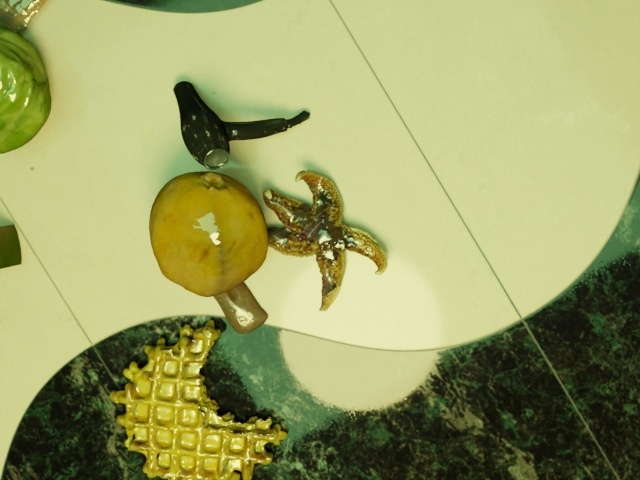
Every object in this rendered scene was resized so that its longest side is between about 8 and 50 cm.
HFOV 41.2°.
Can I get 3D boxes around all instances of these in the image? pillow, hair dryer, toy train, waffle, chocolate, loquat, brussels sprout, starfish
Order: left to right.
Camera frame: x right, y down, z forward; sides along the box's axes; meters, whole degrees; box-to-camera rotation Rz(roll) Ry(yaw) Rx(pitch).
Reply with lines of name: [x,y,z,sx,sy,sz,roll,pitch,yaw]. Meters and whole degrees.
toy train: [-0.635,0.031,1.447,0.226,0.137,0.090,-9,94,11]
brussels sprout: [-0.548,-0.247,1.399,0.223,0.161,0.223,9,116,19]
pillow: [-0.548,-0.458,1.433,0.135,0.034,0.211,-44,89,10]
waffle: [-0.225,0.306,1.465,0.260,0.069,0.293,-35,90,8]
loquat: [-0.181,-0.010,1.365,0.187,0.176,0.234,29,135,26]
chocolate: [-0.140,0.111,1.452,0.064,0.031,0.100,-32,91,4]
hair dryer: [-0.123,-0.199,1.388,0.219,0.195,0.075,-9,137,-20]
starfish: [0.001,0.000,1.411,0.238,0.071,0.216,17,103,14]
